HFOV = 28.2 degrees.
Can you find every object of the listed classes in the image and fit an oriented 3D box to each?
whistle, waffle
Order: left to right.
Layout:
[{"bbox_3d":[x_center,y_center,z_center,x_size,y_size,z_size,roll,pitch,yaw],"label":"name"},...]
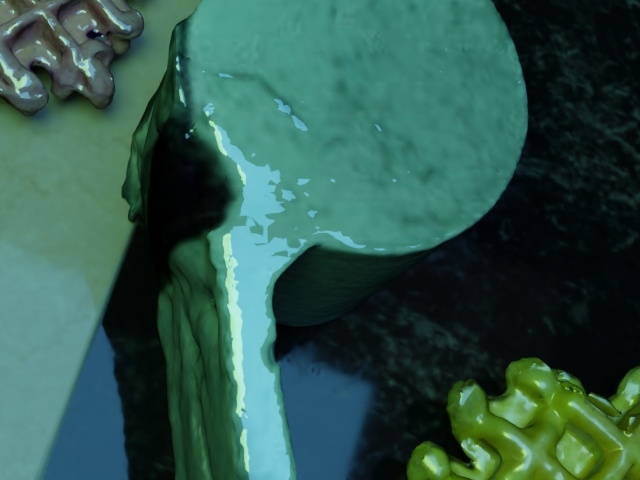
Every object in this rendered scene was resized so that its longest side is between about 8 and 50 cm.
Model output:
[{"bbox_3d":[-0.211,-0.177,0.742,0.234,0.055,0.221,9,69,-13],"label":"waffle"},{"bbox_3d":[-0.030,0.001,0.685,0.188,0.168,0.404,27,67,-9],"label":"whistle"},{"bbox_3d":[0.183,0.219,0.750,0.312,0.060,0.307,13,68,-14],"label":"waffle"}]
